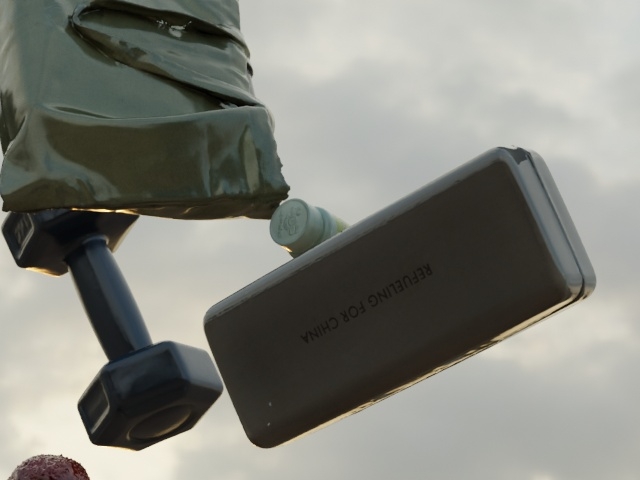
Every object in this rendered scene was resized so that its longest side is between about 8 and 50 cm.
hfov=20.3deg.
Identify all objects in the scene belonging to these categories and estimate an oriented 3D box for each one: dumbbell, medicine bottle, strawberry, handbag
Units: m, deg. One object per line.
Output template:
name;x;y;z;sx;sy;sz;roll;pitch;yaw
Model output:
dumbbell;-0.235;0.072;1.984;0.156;0.316;0.144;-23;-23;-11
medicine bottle;0.000;0.000;1.423;0.047;0.047;0.083;-13;-29;33
strawberry;-0.276;0.259;1.788;0.106;0.106;0.106;4;-26;2
handbag;-0.163;-0.137;1.513;0.253;0.316;0.109;8;-46;-26

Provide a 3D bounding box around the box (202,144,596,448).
box;0.043;0.037;1.090;0.243;0.103;0.055;-29;-13;29
